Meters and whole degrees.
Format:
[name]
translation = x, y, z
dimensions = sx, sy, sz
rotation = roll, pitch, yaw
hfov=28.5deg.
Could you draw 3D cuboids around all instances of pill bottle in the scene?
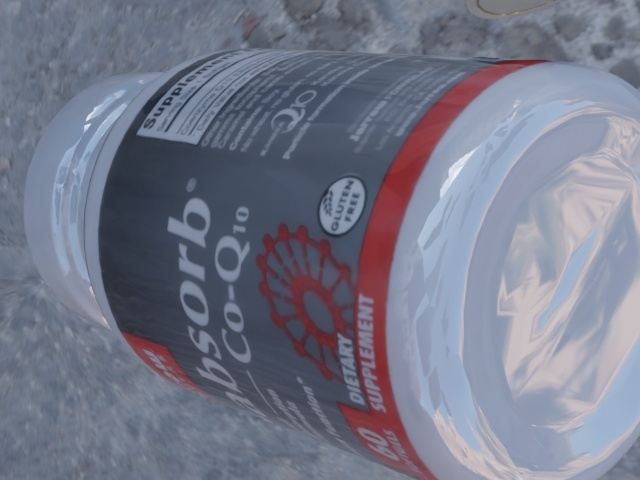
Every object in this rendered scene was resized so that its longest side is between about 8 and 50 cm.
[pill bottle]
translation = 0.000, 0.000, 0.700
dimensions = 0.210, 0.363, 0.210
rotation = -9, 103, -41

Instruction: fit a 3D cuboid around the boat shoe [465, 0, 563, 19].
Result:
[boat shoe]
translation = 0.179, -0.229, 0.743
dimensions = 0.095, 0.254, 0.079
rotation = 1, 58, -50
